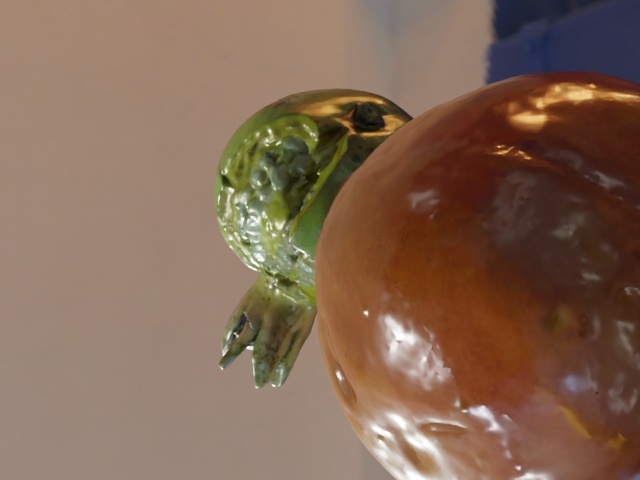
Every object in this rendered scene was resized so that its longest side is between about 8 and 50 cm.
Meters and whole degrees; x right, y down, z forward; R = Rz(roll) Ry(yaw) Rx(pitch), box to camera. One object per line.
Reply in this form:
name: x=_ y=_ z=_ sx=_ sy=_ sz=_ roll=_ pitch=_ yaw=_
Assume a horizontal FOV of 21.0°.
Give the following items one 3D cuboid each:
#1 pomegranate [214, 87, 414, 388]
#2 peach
pomegranate: x=0.000 y=0.000 z=1.663 sx=0.236 sy=0.236 sz=0.302 roll=7 pitch=-64 yaw=-38
peach: x=0.174 y=0.040 z=1.234 sx=0.342 sy=0.301 sz=0.343 roll=7 pitch=-103 yaw=-32
